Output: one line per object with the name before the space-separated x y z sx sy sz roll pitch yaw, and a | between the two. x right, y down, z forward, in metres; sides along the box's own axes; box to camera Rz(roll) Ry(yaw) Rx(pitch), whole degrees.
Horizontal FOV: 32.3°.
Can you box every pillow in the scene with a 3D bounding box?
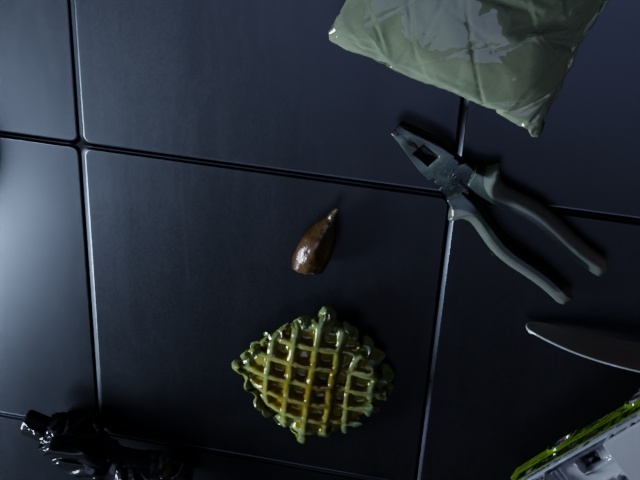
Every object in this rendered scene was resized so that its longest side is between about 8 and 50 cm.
pillow | 0.183 -0.291 1.229 0.274 0.076 0.280 23 116 -3

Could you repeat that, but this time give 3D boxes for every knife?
knife | 0.431 0.154 1.422 0.336 0.081 0.043 7 118 9

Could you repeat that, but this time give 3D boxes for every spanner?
spanner | 0.217 -0.040 1.385 0.325 0.040 0.095 39 120 -12

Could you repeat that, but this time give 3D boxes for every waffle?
waffle | -0.008 0.194 1.564 0.214 0.054 0.207 -29 113 23

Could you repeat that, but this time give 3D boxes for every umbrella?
umbrella | -0.326 0.329 1.678 0.273 0.122 0.110 26 123 -3

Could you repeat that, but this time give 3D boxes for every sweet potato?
sweet potato | 0.000 0.000 1.453 0.049 0.049 0.117 26 126 -3

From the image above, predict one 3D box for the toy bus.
toy bus | 0.385 0.297 1.469 0.302 0.139 0.113 -40 84 32
